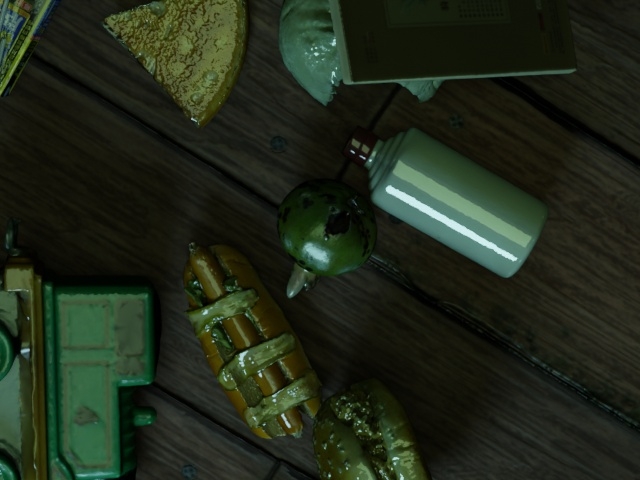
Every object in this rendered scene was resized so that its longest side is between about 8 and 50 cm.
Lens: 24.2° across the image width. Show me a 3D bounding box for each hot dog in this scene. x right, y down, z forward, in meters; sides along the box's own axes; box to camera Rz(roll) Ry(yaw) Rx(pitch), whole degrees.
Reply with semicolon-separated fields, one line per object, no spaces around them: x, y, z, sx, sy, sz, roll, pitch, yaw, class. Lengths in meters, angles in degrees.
-0.088;0.118;1.771;0.109;0.072;0.269;-29;96;1;hot dog

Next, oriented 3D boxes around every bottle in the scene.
0.138;-0.057;1.732;0.245;0.104;0.104;29;96;-2;bottle

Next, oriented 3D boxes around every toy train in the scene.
-0.309;0.185;1.738;0.249;0.178;0.429;-2;96;-10;toy train

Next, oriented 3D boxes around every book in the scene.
0.145;-0.286;1.657;0.310;0.021;0.216;-6;86;-29;book

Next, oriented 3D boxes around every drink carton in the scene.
-0.361;-0.255;1.743;0.071;0.056;0.165;30;96;1;drink carton

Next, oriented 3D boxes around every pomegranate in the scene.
0.000;0.000;1.742;0.122;0.122;0.161;26;122;-2;pomegranate

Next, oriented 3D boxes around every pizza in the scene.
-0.172;-0.225;1.754;0.176;0.036;0.184;4;98;2;pizza

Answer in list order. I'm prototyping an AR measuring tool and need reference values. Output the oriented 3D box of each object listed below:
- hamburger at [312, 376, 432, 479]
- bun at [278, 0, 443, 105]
0.055;0.258;1.722;0.122;0.189;0.215;-20;107;-4;hamburger
0.059;-0.239;1.705;0.212;0.126;0.203;-31;93;5;bun
